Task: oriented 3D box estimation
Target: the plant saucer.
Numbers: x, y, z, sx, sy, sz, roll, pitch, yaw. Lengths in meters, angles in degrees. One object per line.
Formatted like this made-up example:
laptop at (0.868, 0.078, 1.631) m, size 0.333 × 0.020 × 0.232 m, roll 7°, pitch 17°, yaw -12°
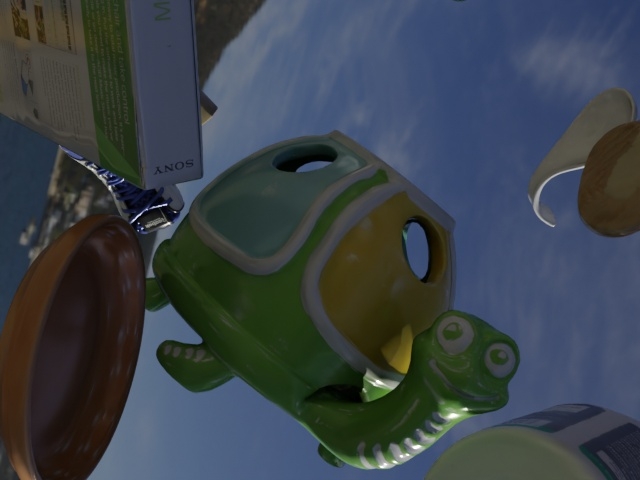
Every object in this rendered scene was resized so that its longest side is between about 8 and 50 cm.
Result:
plant saucer at (-0.175, 0.078, 0.631) m, size 0.200 × 0.037 × 0.200 m, roll 9°, pitch 90°, yaw -83°

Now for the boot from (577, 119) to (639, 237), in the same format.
boot at (0.351, -0.038, 0.893) m, size 0.104 × 0.211 × 0.295 m, roll 12°, pitch -132°, yaw 36°

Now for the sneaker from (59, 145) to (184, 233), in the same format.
sneaker at (-0.302, -0.112, 1.446) m, size 0.182 × 0.127 × 0.315 m, roll 63°, pitch 6°, yaw 18°

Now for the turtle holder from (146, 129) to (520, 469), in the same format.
turtle holder at (-0.001, 0.039, 0.729) m, size 0.227 × 0.243 × 0.320 m, roll -51°, pitch -168°, yaw 3°

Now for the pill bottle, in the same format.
pill bottle at (0.259, 0.281, 0.941) m, size 0.204 × 0.361 × 0.204 m, roll -3°, pitch -96°, yaw 31°

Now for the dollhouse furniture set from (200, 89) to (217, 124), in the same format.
dollhouse furniture set at (-0.219, -0.200, 1.156) m, size 0.151 × 0.144 × 0.123 m, roll -33°, pitch -159°, yaw 32°

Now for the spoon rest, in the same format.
spoon rest at (0.453, -0.147, 1.565) m, size 0.276 × 0.084 × 0.137 m, roll -58°, pitch -153°, yaw 32°

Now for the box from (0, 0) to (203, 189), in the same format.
box at (-0.199, -0.190, 0.712) m, size 0.322 × 0.058 × 0.232 m, roll 27°, pitch -55°, yaw 49°
